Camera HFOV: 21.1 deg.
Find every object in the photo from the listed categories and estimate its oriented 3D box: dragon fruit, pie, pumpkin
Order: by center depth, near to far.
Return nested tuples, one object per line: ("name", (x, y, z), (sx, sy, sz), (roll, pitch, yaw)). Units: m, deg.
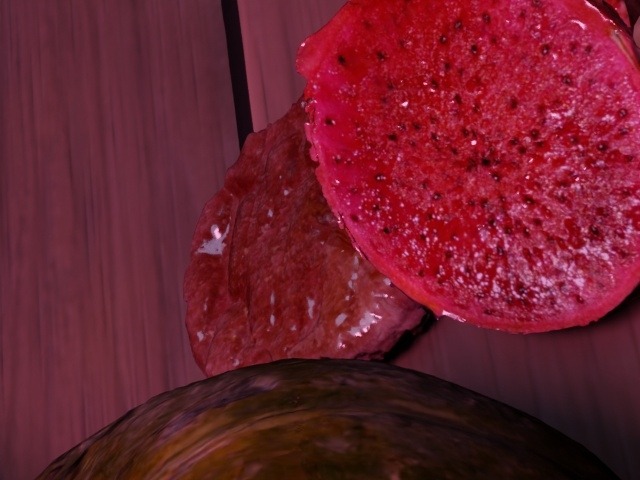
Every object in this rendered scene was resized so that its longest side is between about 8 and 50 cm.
("pumpkin", (-0.003, 0.166, 0.557), (0.325, 0.242, 0.232), (-48, 14, 25))
("dragon fruit", (0.083, -0.054, 0.634), (0.153, 0.153, 0.111), (-21, 16, 39))
("pie", (0.000, 0.000, 0.733), (0.153, 0.038, 0.153), (-26, 53, 40))

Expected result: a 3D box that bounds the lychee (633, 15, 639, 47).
("lychee", (0.232, -0.139, 0.314), (0.380, 0.380, 0.432), (51, 122, 46))
